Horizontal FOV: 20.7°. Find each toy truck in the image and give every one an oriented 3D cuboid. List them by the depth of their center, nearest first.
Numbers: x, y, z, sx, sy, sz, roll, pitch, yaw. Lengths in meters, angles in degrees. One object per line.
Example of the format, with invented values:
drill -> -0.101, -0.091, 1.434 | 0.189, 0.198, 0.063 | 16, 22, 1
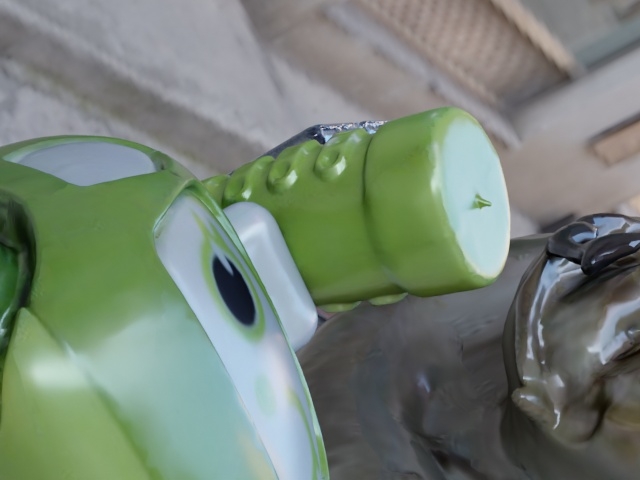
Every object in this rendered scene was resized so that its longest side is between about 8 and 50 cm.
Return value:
toy truck -> -0.065, 0.030, 0.504 | 0.210, 0.187, 0.148 | -43, 116, -41

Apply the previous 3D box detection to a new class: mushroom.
mushroom -> 0.141, 0.111, 0.746 | 0.362, 0.362, 0.294 | -92, -174, -57

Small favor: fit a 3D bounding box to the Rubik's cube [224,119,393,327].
Rubik's cube -> -0.001, 0.000, 1.433 | 0.228, 0.228, 0.233 | 23, 18, -28
